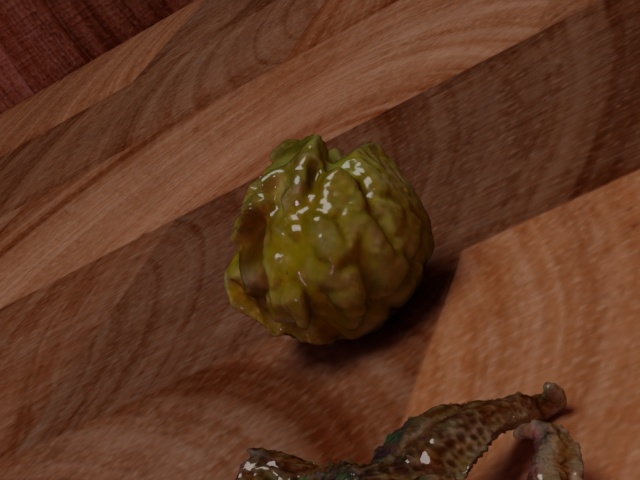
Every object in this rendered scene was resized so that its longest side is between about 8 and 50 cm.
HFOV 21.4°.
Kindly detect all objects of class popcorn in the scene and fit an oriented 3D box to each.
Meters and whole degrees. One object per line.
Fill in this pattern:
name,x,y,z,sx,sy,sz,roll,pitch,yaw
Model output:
popcorn,0.000,0.000,0.895,0.116,0.106,0.121,-21,18,8

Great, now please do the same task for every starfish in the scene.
starfish,0.020,0.108,0.640,0.209,0.053,0.150,-31,29,-34
